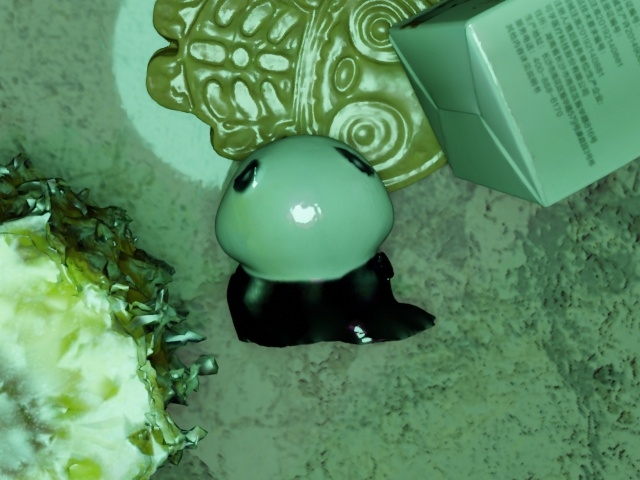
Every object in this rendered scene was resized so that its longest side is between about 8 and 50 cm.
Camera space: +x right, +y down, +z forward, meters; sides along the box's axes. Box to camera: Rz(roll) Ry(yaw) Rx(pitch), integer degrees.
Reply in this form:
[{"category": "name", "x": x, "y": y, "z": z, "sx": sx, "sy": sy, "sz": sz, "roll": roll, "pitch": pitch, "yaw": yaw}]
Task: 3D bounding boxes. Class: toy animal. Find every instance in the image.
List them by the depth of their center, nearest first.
[{"category": "toy animal", "x": 0.000, "y": 0.000, "z": 1.008, "sx": 0.166, "sy": 0.138, "sz": 0.179, "roll": -13, "pitch": 114, "yaw": -9}]

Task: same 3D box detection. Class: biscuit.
[{"category": "biscuit", "x": -0.002, "y": -0.145, "z": 1.044, "sx": 0.288, "sy": 0.044, "sz": 0.202, "roll": 13, "pitch": 98, "yaw": -7}]

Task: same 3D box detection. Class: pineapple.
[{"category": "pineapple", "x": -0.251, "y": 0.101, "z": 0.935, "sx": 0.352, "sy": 0.300, "sz": 0.353, "roll": 0, "pitch": 99, "yaw": -2}]

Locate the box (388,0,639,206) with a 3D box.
[{"category": "box", "x": 0.249, "y": -0.175, "z": 0.944, "sx": 0.341, "sy": 0.225, "sz": 0.143, "roll": -29, "pitch": 103, "yaw": -6}]
